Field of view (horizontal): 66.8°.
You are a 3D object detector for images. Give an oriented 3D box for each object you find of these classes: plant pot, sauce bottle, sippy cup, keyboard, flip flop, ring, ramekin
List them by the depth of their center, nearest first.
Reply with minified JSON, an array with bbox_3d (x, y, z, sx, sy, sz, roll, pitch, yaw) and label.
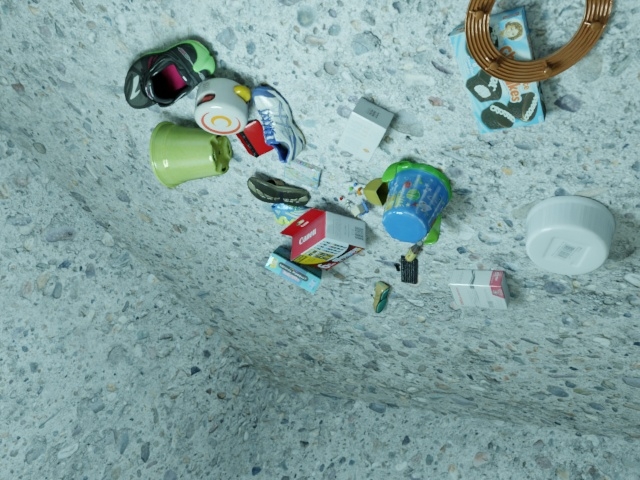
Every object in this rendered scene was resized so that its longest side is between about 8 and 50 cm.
[{"bbox_3d":[0.525,-0.538,1.178,0.336,0.032,0.337,5,134,5],"label":"ring"},{"bbox_3d":[0.830,-0.007,1.634,0.277,0.135,0.277,18,143,14],"label":"ramekin"},{"bbox_3d":[0.330,-0.121,1.747,0.305,0.224,0.240,29,144,0],"label":"sippy cup"},{"bbox_3d":[0.213,-0.189,1.869,0.083,0.081,0.081,12,144,43],"label":"plant pot"},{"bbox_3d":[-0.519,-0.360,2.012,0.253,0.276,0.276,0,138,16],"label":"plant pot"},{"bbox_3d":[0.398,0.044,2.068,0.042,0.042,0.128,25,143,4],"label":"sauce bottle"},{"bbox_3d":[-0.181,-0.219,2.100,0.277,0.080,0.112,11,139,-2],"label":"flip flop"},{"bbox_3d":[0.386,0.135,2.206,0.108,0.023,0.180,13,141,21],"label":"keyboard"}]

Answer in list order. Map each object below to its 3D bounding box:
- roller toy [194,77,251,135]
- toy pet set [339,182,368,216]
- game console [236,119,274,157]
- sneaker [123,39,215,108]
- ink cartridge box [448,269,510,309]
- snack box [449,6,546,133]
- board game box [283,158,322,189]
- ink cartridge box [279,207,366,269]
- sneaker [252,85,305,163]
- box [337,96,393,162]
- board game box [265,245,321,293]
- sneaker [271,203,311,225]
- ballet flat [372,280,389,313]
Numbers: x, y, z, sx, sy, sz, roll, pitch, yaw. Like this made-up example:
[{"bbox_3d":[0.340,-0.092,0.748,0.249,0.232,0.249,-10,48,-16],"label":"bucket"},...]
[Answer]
[{"bbox_3d":[-0.359,-0.493,1.774,0.191,0.146,0.209,7,158,-16],"label":"roller toy"},{"bbox_3d":[0.155,-0.162,1.975,0.122,0.065,0.114,-40,73,50],"label":"toy pet set"},{"bbox_3d":[-0.272,-0.416,1.959,0.124,0.085,0.144,34,161,53],"label":"game console"},{"bbox_3d":[-0.602,-0.591,1.793,0.482,0.202,0.185,-10,130,41],"label":"sneaker"},{"bbox_3d":[0.669,0.206,2.045,0.217,0.092,0.159,-1,135,32],"label":"ink cartridge box"},{"bbox_3d":[0.499,-0.458,1.350,0.187,0.060,0.322,-4,134,35],"label":"snack box"},{"bbox_3d":[-0.074,-0.278,1.988,0.154,0.026,0.103,22,145,8],"label":"board game box"},{"bbox_3d":[0.000,0.000,2.115,0.271,0.130,0.309,15,152,-27],"label":"ink cartridge box"},{"bbox_3d":[-0.163,-0.419,1.783,0.111,0.131,0.296,-6,131,41],"label":"sneaker"},{"bbox_3d":[0.151,-0.375,1.660,0.130,0.091,0.170,28,145,-1],"label":"box"},{"bbox_3d":[-0.120,0.132,2.326,0.253,0.079,0.336,29,-176,-2],"label":"board game box"},{"bbox_3d":[-0.130,-0.131,2.156,0.240,0.091,0.126,-6,131,38],"label":"sneaker"},{"bbox_3d":[0.295,0.278,2.420,0.073,0.080,0.232,45,150,27],"label":"ballet flat"}]
